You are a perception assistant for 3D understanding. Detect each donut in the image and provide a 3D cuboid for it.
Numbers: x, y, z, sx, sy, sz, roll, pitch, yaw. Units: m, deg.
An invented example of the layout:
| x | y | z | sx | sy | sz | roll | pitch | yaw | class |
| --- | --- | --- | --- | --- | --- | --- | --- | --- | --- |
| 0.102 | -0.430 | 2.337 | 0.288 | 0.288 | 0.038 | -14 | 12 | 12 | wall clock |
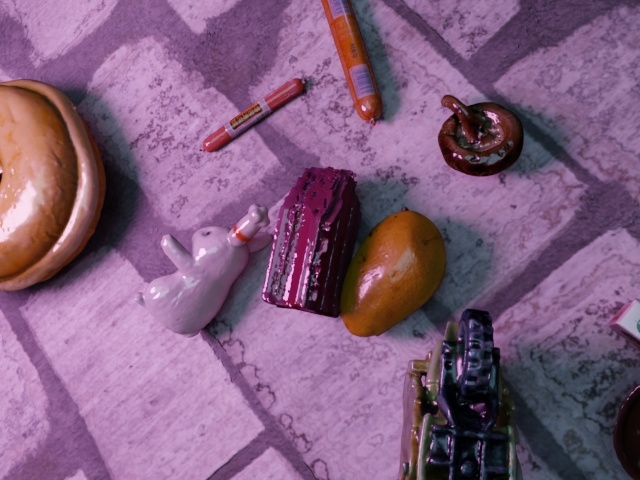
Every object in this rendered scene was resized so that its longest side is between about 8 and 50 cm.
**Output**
| x | y | z | sx | sy | sz | roll | pitch | yaw | class |
| --- | --- | --- | --- | --- | --- | --- | --- | --- | --- |
| -0.630 | -0.114 | 1.183 | 0.448 | 0.198 | 0.449 | -3 | 79 | 17 | donut |

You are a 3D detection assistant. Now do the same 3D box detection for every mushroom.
| x | y | z | sx | sy | sz | roll | pitch | yaw | class |
| --- | --- | --- | --- | --- | --- | --- | --- | --- | --- |
| 0.257 | -0.180 | 0.976 | 0.135 | 0.080 | 0.171 | -31 | 71 | -3 | mushroom |

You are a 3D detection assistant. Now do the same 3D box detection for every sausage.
| x | y | z | sx | sy | sz | roll | pitch | yaw | class |
| --- | --- | --- | --- | --- | --- | --- | --- | --- | --- |
| 0.054 | -0.369 | 1.091 | 0.053 | 0.053 | 0.348 | -19 | 74 | 13 | sausage |
| -0.133 | -0.242 | 1.137 | 0.253 | 0.034 | 0.034 | -33 | 71 | 10 | sausage |

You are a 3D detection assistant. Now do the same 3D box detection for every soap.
| x | y | z | sx | sy | sz | roll | pitch | yaw | class |
| --- | --- | --- | --- | --- | --- | --- | --- | --- | --- |
| 0.000 | 0.000 | 0.983 | 0.099 | 0.162 | 0.250 | 9 | 80 | 25 | soap |

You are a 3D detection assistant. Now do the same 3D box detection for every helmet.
| x | y | z | sx | sy | sz | roll | pitch | yaw | class |
| --- | --- | --- | --- | --- | --- | --- | --- | --- | --- |
| 0.487 | 0.250 | 0.796 | 0.155 | 0.106 | 0.175 | -2 | 99 | 29 | helmet |

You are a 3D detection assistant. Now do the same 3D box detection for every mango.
| x | y | z | sx | sy | sz | roll | pitch | yaw | class |
| --- | --- | --- | --- | --- | --- | --- | --- | --- | --- |
| 0.117 | 0.060 | 0.956 | 0.147 | 0.109 | 0.227 | 30 | 90 | 19 | mango |

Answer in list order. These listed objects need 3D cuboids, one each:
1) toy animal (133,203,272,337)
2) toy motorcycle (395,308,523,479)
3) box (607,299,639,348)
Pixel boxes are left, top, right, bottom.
| x | y | z | sx | sy | sz | roll | pitch | yaw | class |
| --- | --- | --- | --- | --- | --- | --- | --- | --- | --- |
| -0.202 | 0.033 | 1.052 | 0.138 | 0.140 | 0.282 | 36 | 95 | 12 | toy animal |
| 0.194 | 0.306 | 0.821 | 0.168 | 0.237 | 0.410 | 8 | 79 | 4 | toy motorcycle |
| 0.483 | 0.142 | 0.834 | 0.125 | 0.089 | 0.043 | 39 | 93 | 22 | box |
